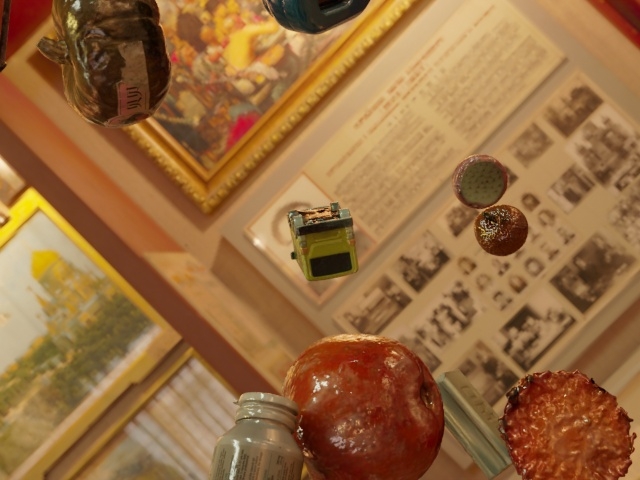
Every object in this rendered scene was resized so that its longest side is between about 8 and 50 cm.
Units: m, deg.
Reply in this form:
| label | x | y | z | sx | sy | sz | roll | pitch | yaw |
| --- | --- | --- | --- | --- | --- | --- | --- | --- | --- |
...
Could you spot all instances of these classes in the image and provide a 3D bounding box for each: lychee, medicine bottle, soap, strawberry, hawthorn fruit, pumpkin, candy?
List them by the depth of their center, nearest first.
| label | x | y | z | sx | sy | sz | roll | pitch | yaw |
| --- | --- | --- | --- | --- | --- | --- | --- | --- | --- |
| medicine bottle | -0.095 | 0.339 | 1.264 | 0.135 | 0.135 | 0.215 | 128 | 155 | -62 |
| pumpkin | -0.351 | -0.305 | 1.362 | 0.189 | 0.260 | 0.260 | -12 | -20 | -28 |
| strawberry | 0.370 | 0.329 | 1.408 | 0.234 | 0.234 | 0.178 | -44 | -7 | -25 |
| hawthorn fruit | 0.069 | 0.293 | 1.433 | 0.284 | 0.284 | 0.284 | -45 | -3 | -3 |
| soap | 0.280 | 0.332 | 1.568 | 0.066 | 0.198 | 0.119 | -45 | -21 | 14 |
| candy | 0.294 | -0.109 | 1.589 | 0.103 | 0.103 | 0.043 | -46 | 16 | 11 |
| lychee | 0.352 | -0.024 | 1.656 | 0.101 | 0.114 | 0.140 | -21 | -40 | -12 |

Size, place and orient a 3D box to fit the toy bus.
| label | x | y | z | sx | sy | sz | roll | pitch | yaw |
| --- | --- | --- | --- | --- | --- | --- | --- | --- | --- |
| toy bus | 0.000 | 0.000 | 1.261 | 0.088 | 0.101 | 0.175 | -11 | 9 | -5 |

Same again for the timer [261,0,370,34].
| label | x | y | z | sx | sy | sz | roll | pitch | yaw |
| --- | --- | --- | --- | --- | --- | --- | --- | --- | --- |
| timer | 0.007 | -0.510 | 1.354 | 0.309 | 0.115 | 0.340 | -42 | -38 | -53 |

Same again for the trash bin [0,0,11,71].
| label | x | y | z | sx | sy | sz | roll | pitch | yaw |
| --- | --- | --- | --- | --- | --- | --- | --- | --- | --- |
| trash bin | -0.404 | -0.220 | 0.726 | 0.239 | 0.184 | 0.161 | 5 | -89 | -69 |
